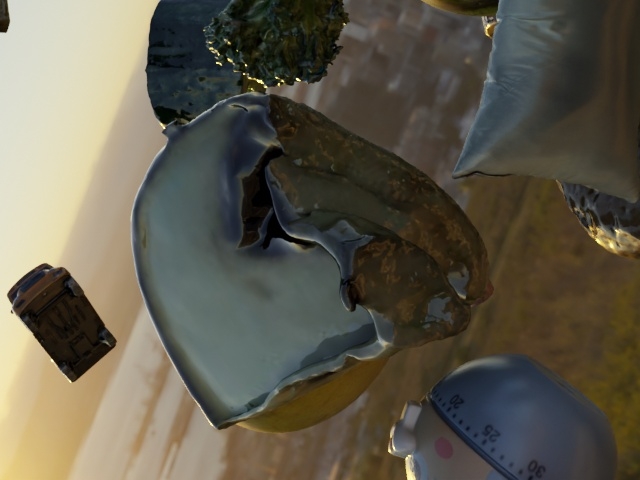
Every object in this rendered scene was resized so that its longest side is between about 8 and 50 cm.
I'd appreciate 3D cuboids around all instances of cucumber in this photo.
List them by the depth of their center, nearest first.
[{"bbox_3d":[-0.137,-0.237,1.681,0.191,0.130,0.191,9,-90,-79],"label":"cucumber"}]

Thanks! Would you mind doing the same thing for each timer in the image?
[{"bbox_3d":[0.100,0.188,0.987,0.255,0.175,0.175,-30,16,5],"label":"timer"}]

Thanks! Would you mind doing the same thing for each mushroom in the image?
[{"bbox_3d":[-0.005,-0.006,0.970,0.217,0.212,0.292,65,154,4],"label":"mushroom"}]

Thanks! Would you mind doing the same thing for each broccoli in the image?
[{"bbox_3d":[-0.036,-0.239,1.349,0.160,0.167,0.155,121,147,-46],"label":"broccoli"}]

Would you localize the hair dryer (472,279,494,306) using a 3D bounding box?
[{"bbox_3d":[0.153,0.009,1.587,0.054,0.106,0.154,-37,22,7],"label":"hair dryer"}]

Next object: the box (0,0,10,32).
[{"bbox_3d":[-0.394,-0.261,1.362,0.023,0.133,0.090,126,135,-55],"label":"box"}]

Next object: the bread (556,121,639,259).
[{"bbox_3d":[0.288,-0.084,1.015,0.230,0.123,0.230,-37,43,44],"label":"bread"}]

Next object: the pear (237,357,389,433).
[{"bbox_3d":[-0.042,0.080,1.459,0.281,0.280,0.281,-159,90,-81],"label":"pear"}]

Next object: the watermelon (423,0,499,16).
[{"bbox_3d":[0.137,-0.334,1.142,0.269,0.269,0.269,-159,90,-81],"label":"watermelon"}]

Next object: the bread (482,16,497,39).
[{"bbox_3d":[0.281,-0.259,1.385,0.236,0.236,0.070,155,112,-77],"label":"bread"}]

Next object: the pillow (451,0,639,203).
[{"bbox_3d":[0.162,-0.154,0.871,0.078,0.144,0.254,-161,74,-64],"label":"pillow"}]

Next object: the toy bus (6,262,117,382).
[{"bbox_3d":[-0.329,0.094,1.628,0.083,0.088,0.194,-41,-31,-14],"label":"toy bus"}]
